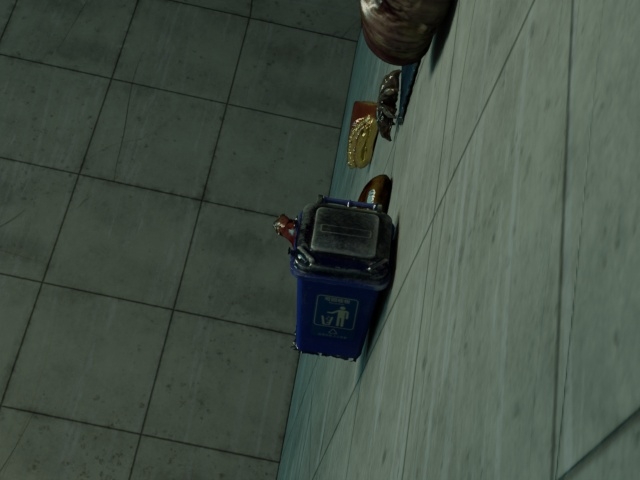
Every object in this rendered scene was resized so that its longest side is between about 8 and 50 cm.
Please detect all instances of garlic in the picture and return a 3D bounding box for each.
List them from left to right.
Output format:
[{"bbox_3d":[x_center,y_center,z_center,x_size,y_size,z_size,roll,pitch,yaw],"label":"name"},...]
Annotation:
[{"bbox_3d":[0.124,-0.400,1.607,0.245,0.160,0.245,-159,90,-85],"label":"garlic"}]

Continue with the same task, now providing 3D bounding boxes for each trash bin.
[{"bbox_3d":[0.029,0.063,1.681,0.184,0.162,0.234,-80,-3,-48],"label":"trash bin"}]

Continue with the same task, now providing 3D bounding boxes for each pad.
[{"bbox_3d":[0.182,-0.388,1.943,0.269,0.012,0.270,-82,5,-54],"label":"pad"}]

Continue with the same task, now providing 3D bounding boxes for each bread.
[{"bbox_3d":[0.104,-0.278,2.482,0.119,0.067,0.192,106,175,-58],"label":"bread"}]

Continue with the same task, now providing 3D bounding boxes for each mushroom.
[{"bbox_3d":[0.095,-0.065,1.907,0.123,0.052,0.123,-170,90,-84],"label":"mushroom"}]

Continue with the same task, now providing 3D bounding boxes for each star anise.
[{"bbox_3d":[0.130,-0.265,2.003,0.141,0.042,0.141,8,-90,-89],"label":"star anise"}]

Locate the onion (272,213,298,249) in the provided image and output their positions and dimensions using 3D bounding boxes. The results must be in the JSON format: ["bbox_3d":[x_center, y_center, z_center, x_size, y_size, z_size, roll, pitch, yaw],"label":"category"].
[{"bbox_3d":[-0.001,0.015,2.076,0.173,0.198,0.135,-42,-38,-63],"label":"onion"}]
